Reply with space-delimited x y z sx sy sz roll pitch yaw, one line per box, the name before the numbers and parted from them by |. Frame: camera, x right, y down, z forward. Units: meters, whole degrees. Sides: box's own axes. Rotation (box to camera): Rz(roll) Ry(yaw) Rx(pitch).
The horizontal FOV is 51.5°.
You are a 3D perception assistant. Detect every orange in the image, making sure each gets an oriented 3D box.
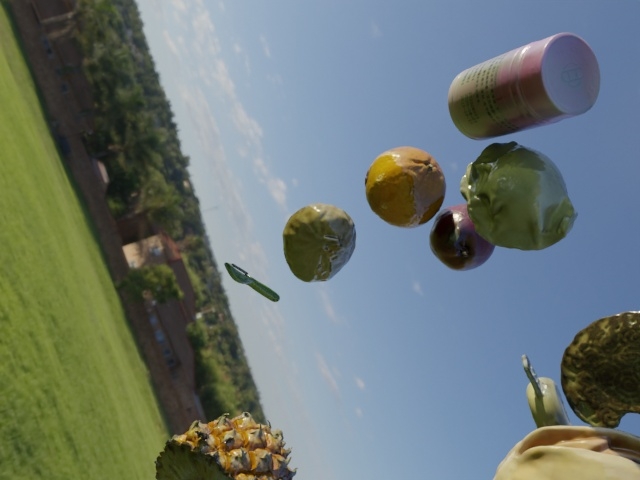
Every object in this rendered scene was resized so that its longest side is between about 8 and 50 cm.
orange | 0.224 -0.139 1.732 0.219 0.219 0.193 69 -20 2

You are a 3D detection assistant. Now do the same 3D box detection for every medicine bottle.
medicine bottle | 0.376 -0.282 1.251 0.254 0.152 0.152 -4 -73 63

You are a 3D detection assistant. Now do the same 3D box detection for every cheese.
cheese | 0.512 0.376 1.511 0.249 0.071 0.163 48 29 -44

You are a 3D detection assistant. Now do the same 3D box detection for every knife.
knife | -0.119 0.079 1.184 0.184 0.022 0.026 41 35 -56

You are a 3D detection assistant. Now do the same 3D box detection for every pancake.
pancake | 0.622 0.276 1.289 0.033 0.288 0.286 12 43 -54

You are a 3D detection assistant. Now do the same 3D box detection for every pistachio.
pistachio | 0.436 0.416 1.102 0.193 0.318 0.214 -50 125 -57

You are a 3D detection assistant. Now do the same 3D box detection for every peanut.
peanut | -0.005 0.007 1.355 0.143 0.159 0.291 36 -2 2

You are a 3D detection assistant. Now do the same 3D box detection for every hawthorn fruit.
hawthorn fruit | 0.378 -0.001 1.751 0.202 0.185 0.185 -62 137 -69

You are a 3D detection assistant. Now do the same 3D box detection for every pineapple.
pineapple | -0.089 0.264 0.778 0.161 0.137 0.176 32 -53 19

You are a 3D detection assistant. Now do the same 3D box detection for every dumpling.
dumpling | 0.373 -0.082 1.279 0.258 0.193 0.147 53 8 35
